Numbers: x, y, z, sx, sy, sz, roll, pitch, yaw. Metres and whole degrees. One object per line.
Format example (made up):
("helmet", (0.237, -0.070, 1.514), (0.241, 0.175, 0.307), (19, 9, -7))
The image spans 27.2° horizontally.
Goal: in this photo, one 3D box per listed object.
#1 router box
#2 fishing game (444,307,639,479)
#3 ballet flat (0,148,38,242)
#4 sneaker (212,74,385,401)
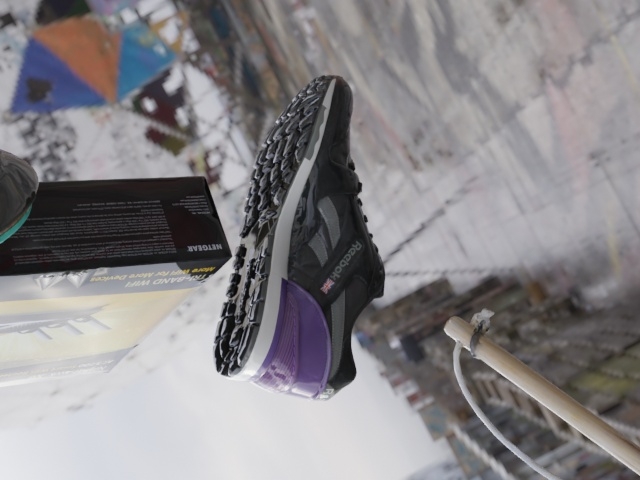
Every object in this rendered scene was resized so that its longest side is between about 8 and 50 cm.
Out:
("router box", (-0.263, 0.043, 1.056), (0.243, 0.308, 0.081), (-41, 62, 46))
("fishing game", (0.019, 0.164, 0.391), (0.189, 0.264, 0.041), (42, -177, 31))
("ballet flat", (-0.244, -0.013, 0.757), (0.280, 0.095, 0.096), (-60, -28, -57))
("sneaker", (0.000, 0.000, 1.154), (0.124, 0.283, 0.107), (21, 165, -24))
